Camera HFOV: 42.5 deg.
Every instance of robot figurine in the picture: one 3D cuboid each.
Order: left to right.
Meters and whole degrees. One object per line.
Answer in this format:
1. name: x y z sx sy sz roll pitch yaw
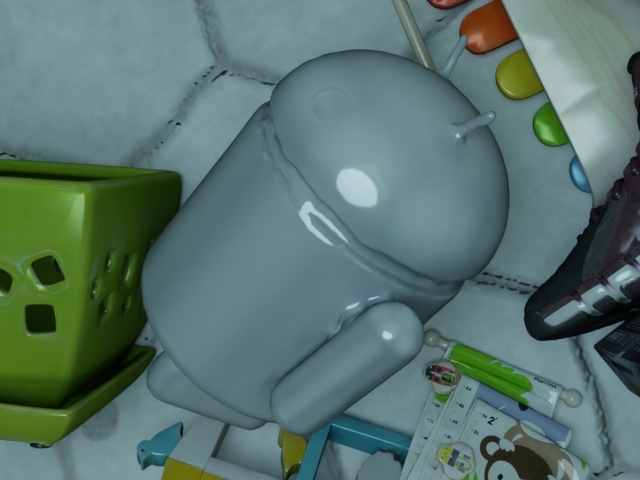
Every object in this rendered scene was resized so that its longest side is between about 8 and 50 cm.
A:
1. robot figurine: 0.000 0.000 0.632 0.199 0.300 0.353 24 124 -31

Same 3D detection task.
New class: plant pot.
1. plant pot: -0.255 0.040 0.687 0.227 0.228 0.207 5 97 7

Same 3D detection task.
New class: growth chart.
1. growth chart: 0.142 0.201 0.678 0.172 0.021 0.237 18 57 4

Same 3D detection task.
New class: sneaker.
1. sneaker: 0.247 -0.051 0.617 0.281 0.106 0.163 -38 64 26

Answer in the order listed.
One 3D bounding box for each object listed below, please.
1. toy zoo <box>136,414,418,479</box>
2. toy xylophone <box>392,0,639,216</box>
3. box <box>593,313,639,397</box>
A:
1. toy zoo: -0.017 0.225 0.685 0.293 0.192 0.030 16 135 7
2. toy xylophone: 0.195 -0.164 0.695 0.236 0.081 0.323 -17 88 7
3. box: 0.308 0.052 0.608 0.183 0.231 0.056 -39 82 5
